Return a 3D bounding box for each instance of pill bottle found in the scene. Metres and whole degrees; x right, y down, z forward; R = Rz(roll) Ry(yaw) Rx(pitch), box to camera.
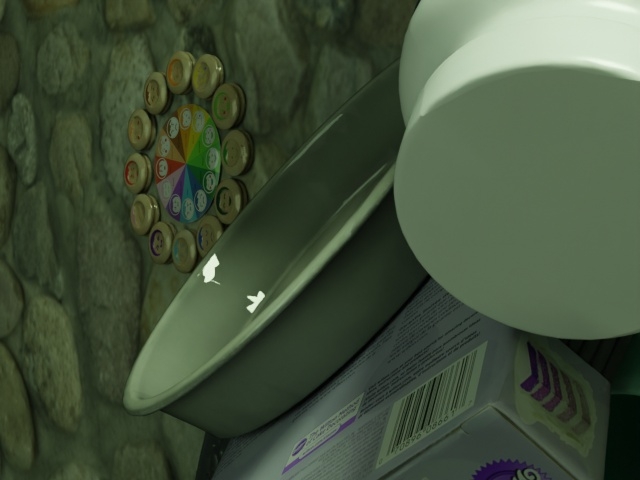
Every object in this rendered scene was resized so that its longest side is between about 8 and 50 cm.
[{"bbox_3d":[0.118,-0.090,0.530,0.153,0.153,0.265,-46,15,40],"label":"pill bottle"}]

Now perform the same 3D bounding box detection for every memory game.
[{"bbox_3d":[-0.114,-0.065,1.015,0.186,0.012,0.186,-1,89,50],"label":"memory game"}]

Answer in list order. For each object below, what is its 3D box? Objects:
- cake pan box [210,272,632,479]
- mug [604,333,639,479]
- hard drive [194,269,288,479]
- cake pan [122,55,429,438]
[{"bbox_3d":[0.039,0.081,0.614,0.267,0.070,0.246,-42,14,32],"label":"cake pan box"},{"bbox_3d":[0.177,0.090,0.577,0.157,0.097,0.129,-8,118,52],"label":"mug"},{"bbox_3d":[-0.015,0.158,0.859,0.172,0.054,0.255,29,110,47],"label":"hard drive"},{"bbox_3d":[0.000,0.000,0.717,0.054,0.293,0.293,42,135,-12],"label":"cake pan"}]
